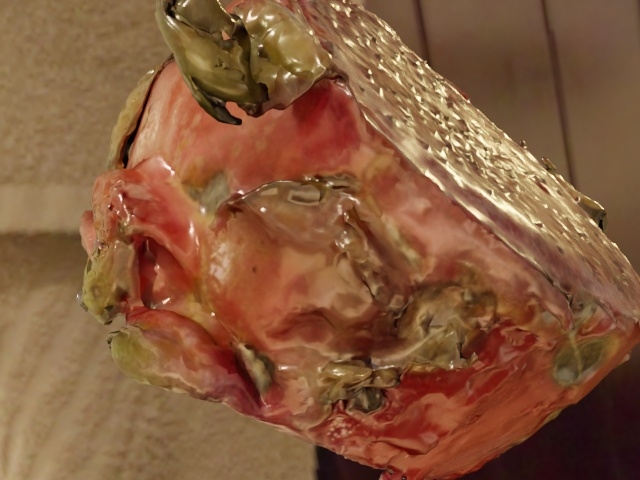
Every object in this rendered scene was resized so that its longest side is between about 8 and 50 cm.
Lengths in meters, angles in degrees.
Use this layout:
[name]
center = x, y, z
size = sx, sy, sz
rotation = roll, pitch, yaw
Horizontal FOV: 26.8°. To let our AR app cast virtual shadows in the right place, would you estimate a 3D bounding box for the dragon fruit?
[dragon fruit]
center = 0.000, 0.000, 0.515
size = 0.147, 0.211, 0.282
rotation = -48, -36, 18
